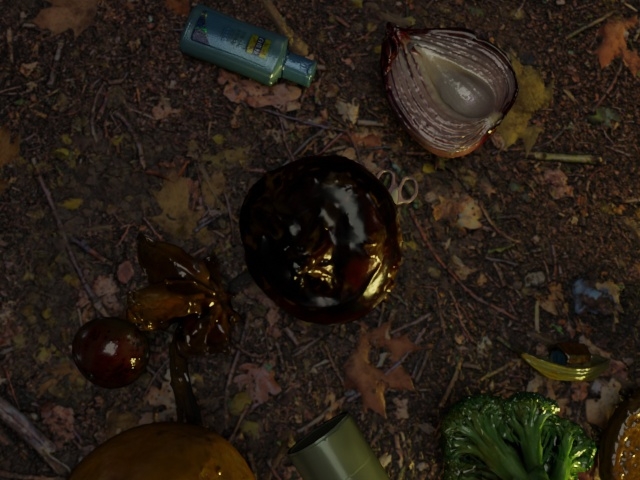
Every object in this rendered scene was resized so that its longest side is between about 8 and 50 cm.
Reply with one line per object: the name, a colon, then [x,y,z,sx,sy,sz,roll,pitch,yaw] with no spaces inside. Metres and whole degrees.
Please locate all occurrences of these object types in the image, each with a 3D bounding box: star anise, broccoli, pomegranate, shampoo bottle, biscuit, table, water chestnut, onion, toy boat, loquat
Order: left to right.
pomegranate: [-0.339,0.175,1.033,0.159,0.129,0.129,-43,85,-18]
loquat: [-0.233,0.432,0.892,0.328,0.328,0.328,1,81,-3]
star anise: [-0.230,0.148,1.017,0.148,0.237,0.346,-9,90,28]
shampoo bottle: [-0.133,-0.363,1.162,0.258,0.061,0.104,21,81,0]
water chestnut: [0.000,0.000,1.004,0.300,0.300,0.300,1,81,-3]
table: [0.054,0.413,1.010,0.126,0.126,0.220,-33,84,-8]
onion: [0.218,-0.294,1.138,0.227,0.120,0.283,-43,88,-7]
broccoli: [0.312,0.366,0.961,0.269,0.269,0.254,29,95,2]
toy boat: [0.436,0.217,1.094,0.172,0.065,0.066,4,94,-8]
biscuit: [0.631,0.384,1.071,0.296,0.075,0.296,0,86,-4]

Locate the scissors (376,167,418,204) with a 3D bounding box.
scissors: [0.127,-0.049,1.143,0.085,0.022,0.176,19,77,-4]
